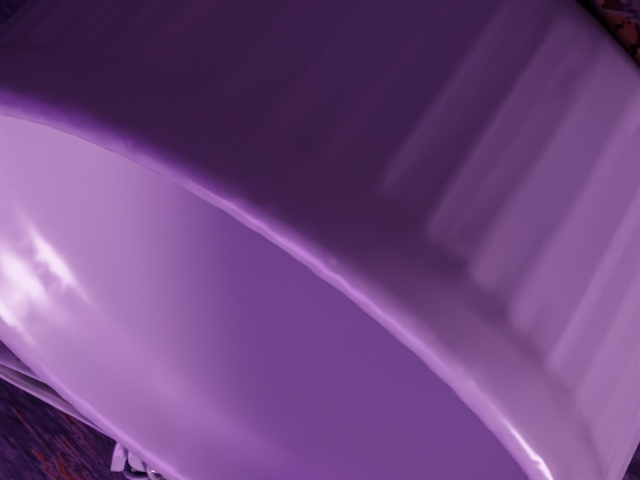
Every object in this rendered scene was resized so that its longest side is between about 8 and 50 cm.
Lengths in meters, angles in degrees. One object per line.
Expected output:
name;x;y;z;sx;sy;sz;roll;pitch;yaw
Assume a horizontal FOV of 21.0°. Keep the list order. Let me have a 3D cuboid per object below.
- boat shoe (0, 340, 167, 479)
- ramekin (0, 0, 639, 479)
boat shoe;-0.095;0.106;0.994;0.226;0.076;0.083;32;156;8
ramekin;0.000;0.000;0.605;0.277;0.135;0.277;29;156;14
